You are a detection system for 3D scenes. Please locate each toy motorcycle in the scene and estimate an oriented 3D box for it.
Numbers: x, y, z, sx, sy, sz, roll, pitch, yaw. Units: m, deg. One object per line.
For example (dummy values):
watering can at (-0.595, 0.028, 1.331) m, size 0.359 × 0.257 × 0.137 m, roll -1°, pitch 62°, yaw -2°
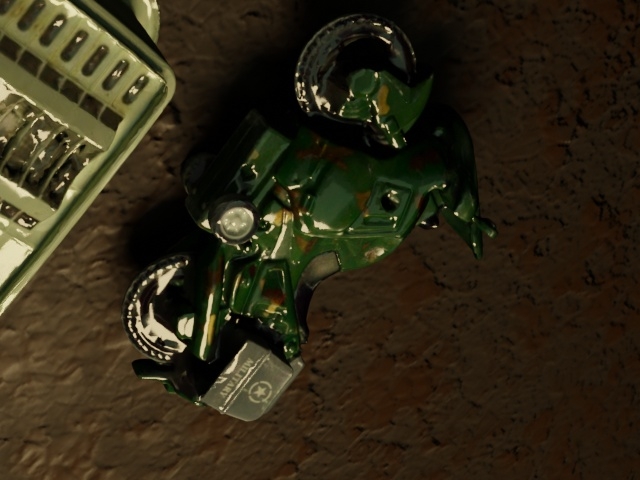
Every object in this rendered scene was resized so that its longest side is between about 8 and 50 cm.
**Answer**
toy motorcycle at (0.000, 0.000, 0.977) m, size 0.187 × 0.125 × 0.275 m, roll 34°, pitch 101°, yaw -29°

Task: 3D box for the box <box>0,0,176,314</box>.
box at (-0.230, -0.061, 0.773) m, size 0.290 × 0.166 × 0.220 m, roll -50°, pitch 129°, yaw 5°
